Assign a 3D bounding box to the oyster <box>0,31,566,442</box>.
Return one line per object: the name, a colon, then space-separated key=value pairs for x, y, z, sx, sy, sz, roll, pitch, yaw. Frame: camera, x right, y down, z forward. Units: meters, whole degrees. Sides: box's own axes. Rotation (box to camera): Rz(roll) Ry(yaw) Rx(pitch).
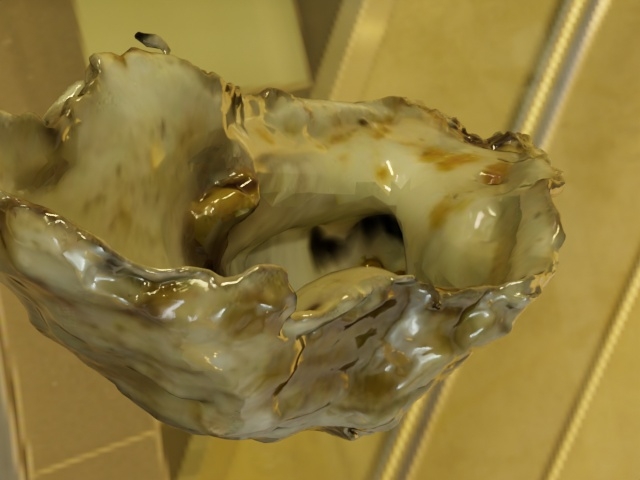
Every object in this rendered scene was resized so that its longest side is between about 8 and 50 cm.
oyster: x=-0.004 y=0.003 z=0.517 sx=0.110 sy=0.166 sz=0.341 roll=-68 pitch=168 yaw=13
